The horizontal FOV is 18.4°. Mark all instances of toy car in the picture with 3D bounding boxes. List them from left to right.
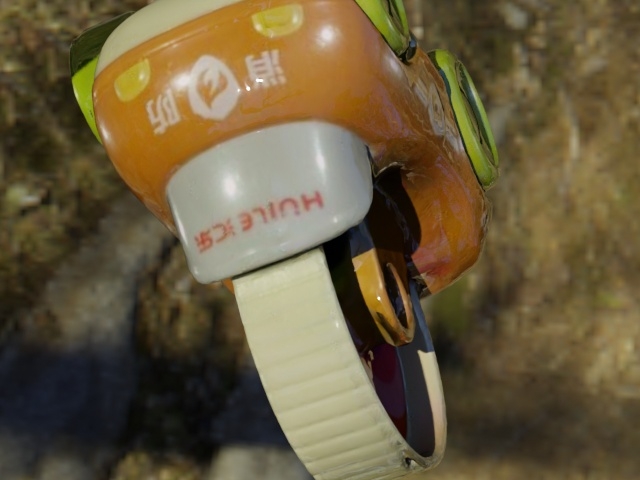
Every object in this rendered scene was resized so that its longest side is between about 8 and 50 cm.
[{"bbox_3d":[0.000,0.000,0.872,0.235,0.145,0.235,-21,90,-76],"label":"toy car"}]
